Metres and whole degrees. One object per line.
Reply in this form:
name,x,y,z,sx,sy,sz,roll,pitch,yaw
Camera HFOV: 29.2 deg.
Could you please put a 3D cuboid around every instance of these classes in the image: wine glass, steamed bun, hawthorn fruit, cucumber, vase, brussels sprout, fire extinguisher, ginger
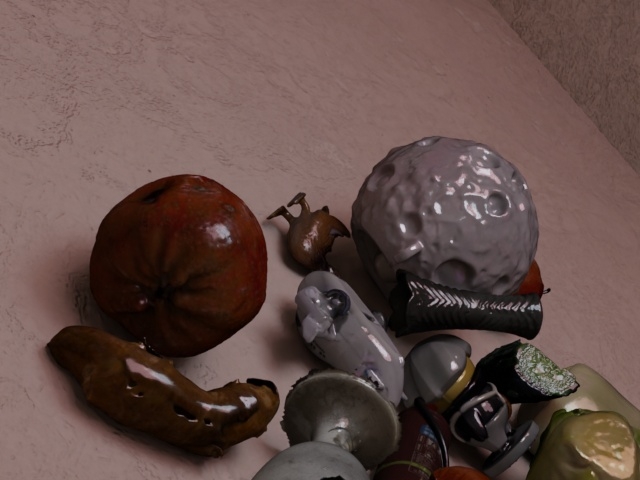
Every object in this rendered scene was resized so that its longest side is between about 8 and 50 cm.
wine glass,-0.005,0.323,1.542,0.190,0.190,0.357,37,25,-8
steamed bun,0.463,0.317,2.170,0.200,0.155,0.250,45,25,7
hawthorn fruit,-0.185,0.032,1.680,0.258,0.258,0.262,50,14,16
cucumber,0.333,0.239,2.090,0.086,0.193,0.115,-42,98,-28
hawthorn fruit,0.366,0.083,2.381,0.194,0.157,0.157,16,35,-24
vase,0.236,0.113,1.980,0.237,0.115,0.115,7,37,-13
brussels sprout,0.428,0.394,1.917,0.227,0.294,0.260,4,48,8
fire extinguisher,0.139,0.343,1.793,0.341,0.105,0.142,-57,136,-64
ginger,-0.195,0.196,1.574,0.309,0.107,0.133,22,47,-25

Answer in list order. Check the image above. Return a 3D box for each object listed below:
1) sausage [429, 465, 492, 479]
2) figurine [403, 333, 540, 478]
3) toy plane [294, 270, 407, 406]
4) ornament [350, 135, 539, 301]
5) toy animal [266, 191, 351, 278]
sausage,0.253,0.407,1.728,0.097,0.094,0.348,36,-12,46
figurine,0.236,0.256,2.001,0.236,0.133,0.176,44,17,1
toy plane,0.044,0.158,1.909,0.267,0.122,0.267,49,12,-14
ornament,0.226,-0.022,2.151,0.337,0.337,0.337,30,29,-19
toy animal,0.000,0.000,2.136,0.179,0.089,0.188,55,28,-3
